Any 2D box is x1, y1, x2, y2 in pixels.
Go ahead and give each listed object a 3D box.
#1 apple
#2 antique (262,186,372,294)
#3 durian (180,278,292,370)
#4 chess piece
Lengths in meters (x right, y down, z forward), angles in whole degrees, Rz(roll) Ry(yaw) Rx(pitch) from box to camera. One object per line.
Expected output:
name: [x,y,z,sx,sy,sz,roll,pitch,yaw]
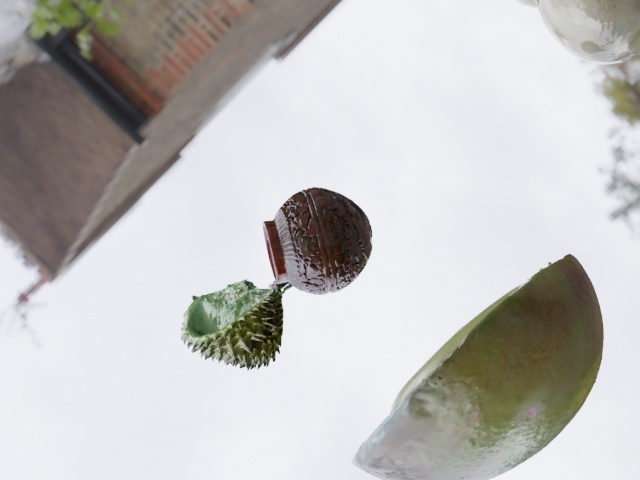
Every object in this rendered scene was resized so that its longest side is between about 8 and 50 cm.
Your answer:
apple: [0.125,0.137,1.242,0.193,0.265,0.120,-30,-107,-41]
antique: [0.000,0.000,1.398,0.104,0.104,0.104,37,-153,-22]
durian: [-0.092,0.087,1.664,0.086,0.215,0.100,13,-103,-34]
chess piece: [0.167,-0.240,1.152,0.142,0.143,0.261,5,-138,-56]
